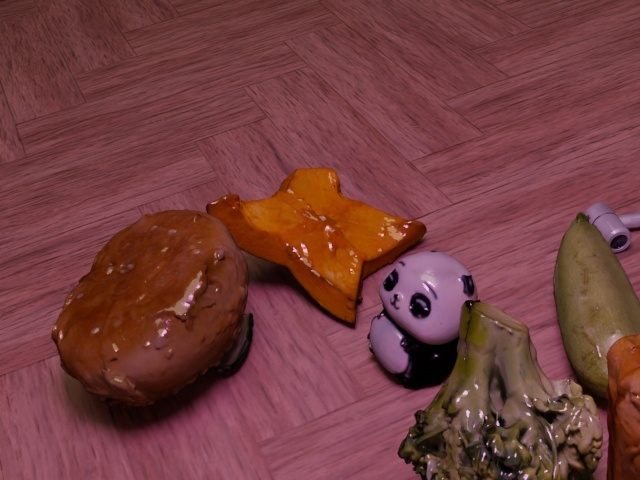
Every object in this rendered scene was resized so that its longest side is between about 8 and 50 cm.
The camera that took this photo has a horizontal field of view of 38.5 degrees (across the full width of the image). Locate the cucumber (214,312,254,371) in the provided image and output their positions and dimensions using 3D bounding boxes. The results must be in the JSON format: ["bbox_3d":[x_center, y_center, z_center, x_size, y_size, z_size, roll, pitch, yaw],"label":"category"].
[{"bbox_3d":[-0.131,0.161,1.376,0.067,0.035,0.107,-18,34,21],"label":"cucumber"}]

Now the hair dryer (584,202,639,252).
[{"bbox_3d":[0.505,-0.027,1.478,0.137,0.047,0.082,-8,37,-10],"label":"hair dryer"}]

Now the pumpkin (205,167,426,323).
[{"bbox_3d":[-0.005,-0.021,1.471,0.290,0.095,0.258,36,47,5],"label":"pumpkin"}]

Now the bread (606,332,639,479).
[{"bbox_3d":[0.379,0.243,0.903,0.195,0.344,0.149,-8,28,5],"label":"bread"}]

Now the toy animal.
[{"bbox_3d":[0.139,0.097,1.294,0.138,0.179,0.166,-15,42,-30],"label":"toy animal"}]

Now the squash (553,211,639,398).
[{"bbox_3d":[0.388,0.082,1.299,0.118,0.118,0.371,-6,35,5],"label":"squash"}]

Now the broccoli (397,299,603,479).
[{"bbox_3d":[0.218,0.190,1.073,0.247,0.246,0.288,-4,17,-35],"label":"broccoli"}]

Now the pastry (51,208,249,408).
[{"bbox_3d":[-0.231,0.109,1.334,0.284,0.184,0.316,-2,46,32],"label":"pastry"}]
